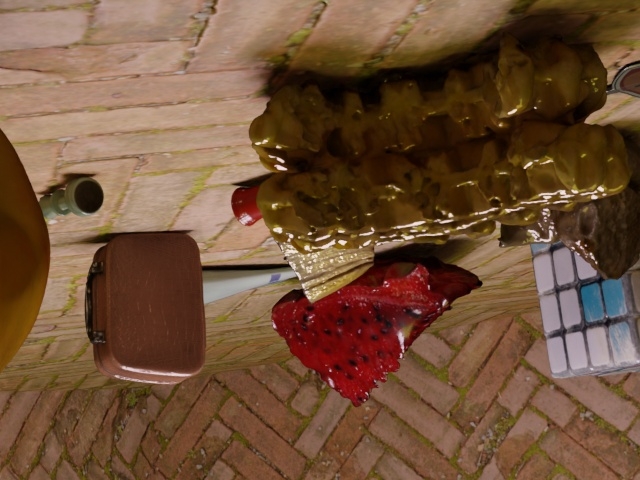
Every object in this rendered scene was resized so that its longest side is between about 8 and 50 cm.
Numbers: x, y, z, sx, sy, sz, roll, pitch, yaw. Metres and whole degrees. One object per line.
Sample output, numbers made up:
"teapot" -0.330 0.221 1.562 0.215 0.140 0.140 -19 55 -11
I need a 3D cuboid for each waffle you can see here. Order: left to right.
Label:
"waffle" 0.105 -0.079 1.162 0.324 0.151 0.261 -8 175 17

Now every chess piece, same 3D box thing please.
"chess piece" -0.269 -0.042 1.396 0.042 0.042 0.093 0 174 -40

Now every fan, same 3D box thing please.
"fan" 0.315 -0.155 1.297 0.220 0.009 0.132 -14 166 27

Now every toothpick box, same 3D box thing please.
"toothpick box" -0.056 -0.048 1.495 0.083 0.047 0.047 -16 167 35

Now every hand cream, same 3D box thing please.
"hand cream" -0.130 0.063 2.100 0.321 0.067 0.109 -9 172 -43

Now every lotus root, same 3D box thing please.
"lotus root" 0.004 0.001 1.733 0.135 0.095 0.159 -13 130 -3

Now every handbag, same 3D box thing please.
"handbag" -0.227 0.088 1.707 0.151 0.193 0.072 2 165 -28

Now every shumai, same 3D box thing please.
"shumai" 0.298 -0.047 1.570 0.176 0.166 0.206 12 178 26

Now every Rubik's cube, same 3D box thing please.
"Rubik's cube" 0.473 0.052 1.875 0.253 0.258 0.256 -4 169 -19

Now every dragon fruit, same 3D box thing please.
"dragon fruit" 0.117 0.069 2.205 0.286 0.228 0.329 -40 171 -40

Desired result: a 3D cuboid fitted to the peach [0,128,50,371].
"peach" -0.350 0.003 0.910 0.308 0.288 0.289 -18 167 19
